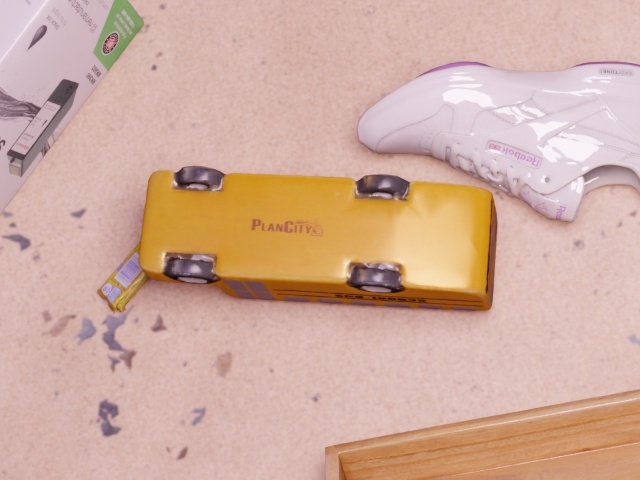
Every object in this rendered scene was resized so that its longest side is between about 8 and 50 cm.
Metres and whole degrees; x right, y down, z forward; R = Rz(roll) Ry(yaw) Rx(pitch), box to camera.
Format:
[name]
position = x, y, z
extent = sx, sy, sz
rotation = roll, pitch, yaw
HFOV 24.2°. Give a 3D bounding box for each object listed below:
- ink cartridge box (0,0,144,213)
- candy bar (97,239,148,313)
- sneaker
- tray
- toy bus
[ink cartridge box]
position = -0.331, -0.169, 1.503
extent = 0.121, 0.211, 0.289
rotation = 34, 85, 14
[candy bar]
position = -0.168, 0.006, 1.530
extent = 0.040, 0.018, 0.161
rotation = 39, 86, 20
[sneaker]
position = 0.186, -0.093, 1.444
extent = 0.305, 0.114, 0.152
rotation = -2, 75, 9
[tray]
position = 0.213, 0.241, 1.326
extent = 0.411, 0.076, 0.203
rotation = -12, 36, 7
[toy bus]
position = 0.000, 0.000, 1.445
extent = 0.332, 0.130, 0.108
rotation = 3, 78, 10
